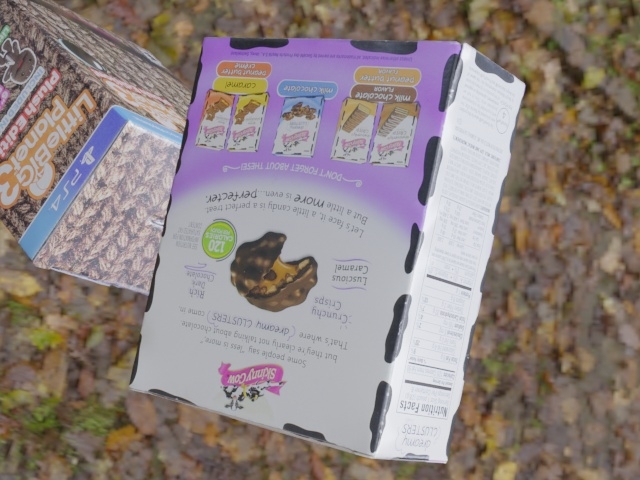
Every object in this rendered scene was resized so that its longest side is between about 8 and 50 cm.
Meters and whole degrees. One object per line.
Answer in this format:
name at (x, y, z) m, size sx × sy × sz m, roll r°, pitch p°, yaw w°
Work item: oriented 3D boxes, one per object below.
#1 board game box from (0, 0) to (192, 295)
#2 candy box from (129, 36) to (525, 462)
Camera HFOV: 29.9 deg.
board game box at (-0.201, -0.089, 1.095) m, size 0.141 × 0.291 × 0.232 m, roll -54°, pitch 143°, yaw 11°
candy box at (0.000, 0.000, 0.614) m, size 0.070 × 0.164 × 0.196 m, roll 17°, pitch 84°, yaw -52°
